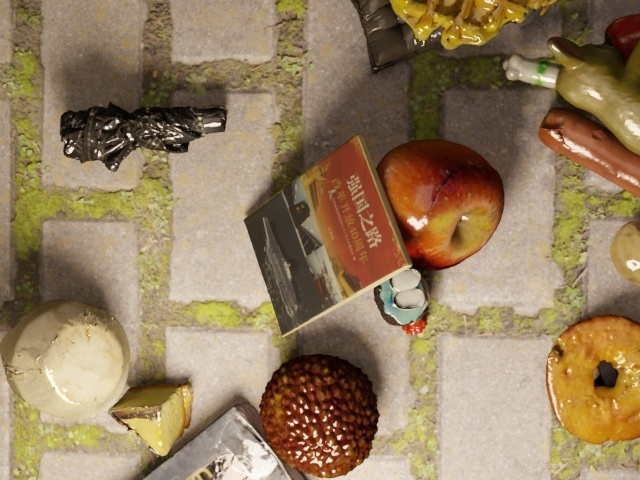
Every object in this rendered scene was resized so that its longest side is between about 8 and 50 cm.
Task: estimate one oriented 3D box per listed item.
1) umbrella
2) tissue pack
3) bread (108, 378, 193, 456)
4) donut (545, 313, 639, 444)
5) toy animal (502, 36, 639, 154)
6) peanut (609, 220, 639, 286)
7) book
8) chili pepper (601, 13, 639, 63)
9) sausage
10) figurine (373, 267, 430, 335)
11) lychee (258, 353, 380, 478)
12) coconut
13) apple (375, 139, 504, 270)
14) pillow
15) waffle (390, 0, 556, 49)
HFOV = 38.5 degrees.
[{"bbox_3d":[-0.360,-0.213,1.885,0.337,0.154,0.128,-1,59,-11],"label":"umbrella"},{"bbox_3d":[-0.221,0.534,1.875,0.361,0.122,0.259,-38,83,9],"label":"tissue pack"},{"bbox_3d":[-0.347,0.355,1.880,0.152,0.147,0.127,8,105,14],"label":"bread"},{"bbox_3d":[0.550,0.265,1.771,0.254,0.118,0.253,0,88,7],"label":"donut"},{"bbox_3d":[0.536,-0.298,1.696,0.363,0.181,0.180,39,66,11],"label":"toy animal"},{"bbox_3d":[0.689,0.082,1.742,0.313,0.149,0.149,45,96,4],"label":"peanut"},{"bbox_3d":[0.000,0.000,1.748,0.374,0.028,0.262,-34,69,43],"label":"book"},{"bbox_3d":[0.588,-0.386,1.767,0.192,0.086,0.084,-19,124,-1],"label":"chili pepper"},{"bbox_3d":[0.612,-0.127,1.766,0.419,0.094,0.094,33,85,5],"label":"sausage"},{"bbox_3d":[0.159,0.113,1.757,0.110,0.245,0.137,-13,82,2],"label":"figurine"},{"bbox_3d":[0.002,0.341,1.783,0.236,0.271,0.236,-9,128,-12],"label":"lychee"},{"bbox_3d":[-0.518,0.235,1.849,0.245,0.247,0.244,0,90,-34],"label":"coconut"},{"bbox_3d":[0.212,-0.071,1.735,0.206,0.272,0.251,39,125,38],"label":"apple"},{"bbox_3d":[0.220,-0.485,1.808,0.326,0.101,0.228,-18,88,5],"label":"pillow"},{"bbox_3d":[0.284,-0.566,1.716,0.380,0.095,0.382,-28,86,3],"label":"waffle"}]
